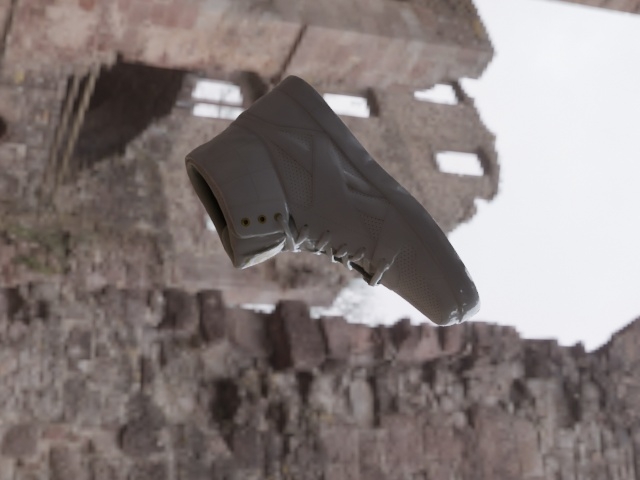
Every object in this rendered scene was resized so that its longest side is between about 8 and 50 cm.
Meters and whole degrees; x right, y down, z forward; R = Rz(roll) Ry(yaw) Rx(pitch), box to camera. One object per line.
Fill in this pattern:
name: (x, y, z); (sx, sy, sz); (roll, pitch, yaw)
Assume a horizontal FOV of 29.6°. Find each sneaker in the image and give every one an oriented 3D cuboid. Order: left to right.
sneaker: (0.000, 0.000, 1.130); (0.292, 0.169, 0.108); (48, -22, 12)
